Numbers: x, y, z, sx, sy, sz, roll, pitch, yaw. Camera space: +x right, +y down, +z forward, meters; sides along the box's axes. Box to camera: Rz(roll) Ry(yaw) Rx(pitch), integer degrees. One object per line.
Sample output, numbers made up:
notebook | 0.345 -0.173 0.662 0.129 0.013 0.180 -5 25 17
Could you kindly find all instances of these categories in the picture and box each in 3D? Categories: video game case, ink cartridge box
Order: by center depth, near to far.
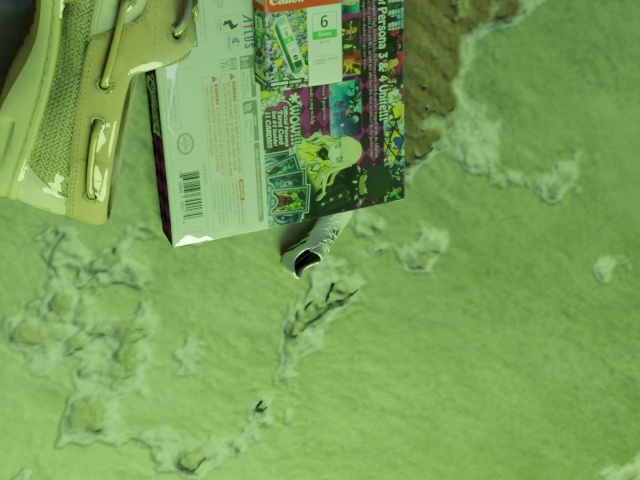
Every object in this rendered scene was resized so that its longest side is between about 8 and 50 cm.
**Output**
ink cartridge box | -0.017 -0.172 0.876 0.063 0.029 0.115 -11 118 -20
video game case | -0.033 -0.122 0.937 0.210 0.042 0.232 -13 118 -19

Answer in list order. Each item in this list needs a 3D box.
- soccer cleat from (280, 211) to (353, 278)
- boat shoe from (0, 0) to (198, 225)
soccer cleat | 0.000 0.000 1.016 0.083 0.035 0.029 -42 124 -1
boat shoe | -0.133 -0.164 0.797 0.110 0.121 0.341 22 120 -9
